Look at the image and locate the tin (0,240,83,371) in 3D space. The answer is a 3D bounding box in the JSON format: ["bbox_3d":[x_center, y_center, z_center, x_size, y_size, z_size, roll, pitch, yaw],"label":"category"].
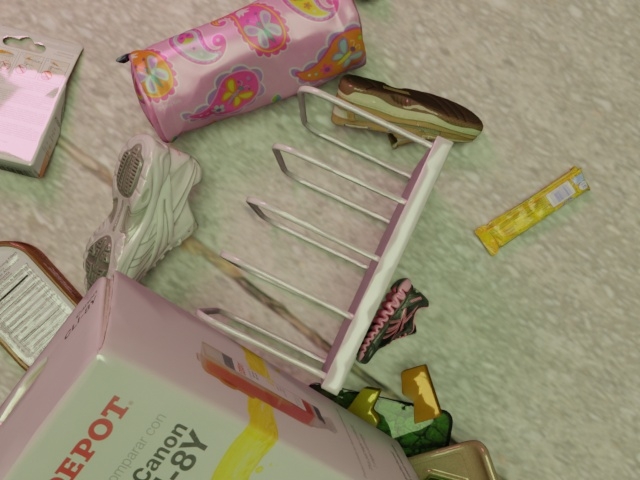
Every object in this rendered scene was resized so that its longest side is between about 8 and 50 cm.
[{"bbox_3d":[-0.351,0.082,0.850,0.106,0.040,0.190,-43,88,-8],"label":"tin"}]

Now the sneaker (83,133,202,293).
[{"bbox_3d":[-0.202,-0.004,0.834,0.090,0.115,0.232,40,110,43],"label":"sneaker"}]

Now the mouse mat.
[{"bbox_3d":[0.059,0.267,0.861,0.189,0.007,0.153,12,86,0],"label":"mouse mat"}]

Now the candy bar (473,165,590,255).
[{"bbox_3d":[0.271,-0.039,0.882,0.161,0.018,0.040,-33,91,-4],"label":"candy bar"}]

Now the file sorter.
[{"bbox_3d":[0.000,0.000,0.788,0.173,0.193,0.278,25,85,3],"label":"file sorter"}]

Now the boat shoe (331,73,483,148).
[{"bbox_3d":[0.105,-0.148,0.870,0.189,0.068,0.072,15,120,-9],"label":"boat shoe"}]

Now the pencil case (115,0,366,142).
[{"bbox_3d":[-0.087,-0.217,0.839,0.284,0.124,0.124,-23,87,-2],"label":"pencil case"}]

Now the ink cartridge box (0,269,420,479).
[{"bbox_3d":[-0.122,0.256,0.672,0.384,0.160,0.279,35,99,-22],"label":"ink cartridge box"}]

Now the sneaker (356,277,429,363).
[{"bbox_3d":[0.090,0.107,0.858,0.057,0.047,0.119,36,87,-10],"label":"sneaker"}]

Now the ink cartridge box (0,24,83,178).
[{"bbox_3d":[-0.392,-0.178,0.875,0.145,0.045,0.179,14,67,0],"label":"ink cartridge box"}]

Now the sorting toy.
[{"bbox_3d":[0.096,0.313,0.798,0.229,0.041,0.307,-20,81,15],"label":"sorting toy"}]
